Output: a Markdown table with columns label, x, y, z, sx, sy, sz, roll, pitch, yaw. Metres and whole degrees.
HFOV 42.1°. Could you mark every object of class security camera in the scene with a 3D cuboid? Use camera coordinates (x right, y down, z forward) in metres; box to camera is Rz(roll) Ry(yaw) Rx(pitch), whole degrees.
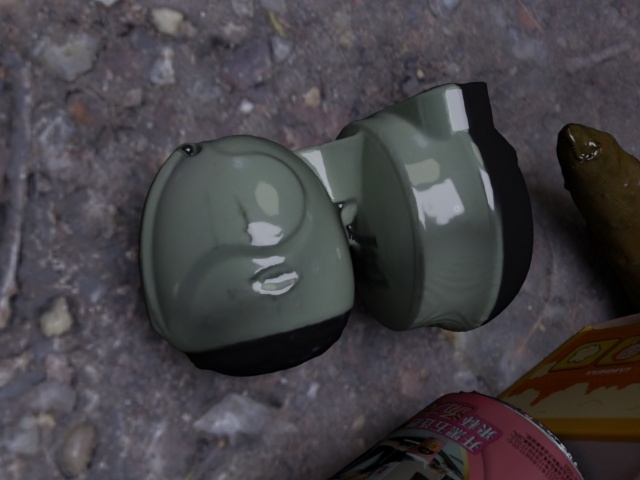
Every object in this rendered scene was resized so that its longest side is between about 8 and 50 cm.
| label | x | y | z | sx | sy | sz | roll | pitch | yaw |
| --- | --- | --- | --- | --- | --- | --- | --- | --- | --- |
| security camera | 0.000 | 0.000 | 0.638 | 0.277 | 0.197 | 0.191 | -12 | 93 | -19 |

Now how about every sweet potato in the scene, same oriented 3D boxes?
| label | x | y | z | sx | sy | sz | roll | pitch | yaw |
| --- | --- | --- | --- | --- | --- | --- | --- | --- | --- |
| sweet potato | 0.351 | 0.034 | 0.802 | 0.422 | 0.130 | 0.130 | 47 | 65 | -15 |

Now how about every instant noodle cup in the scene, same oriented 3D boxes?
| label | x | y | z | sx | sy | sz | roll | pitch | yaw |
| --- | --- | --- | --- | --- | --- | --- | --- | --- | --- |
| instant noodle cup | 0.068 | 0.245 | 0.604 | 0.255 | 0.244 | 0.243 | -34 | 94 | -32 |

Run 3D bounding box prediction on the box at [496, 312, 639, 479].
| label | x | y | z | sx | sy | sz | roll | pitch | yaw |
| --- | --- | --- | --- | --- | --- | --- | --- | --- | --- |
| box | 0.317 | 0.220 | 0.684 | 0.214 | 0.259 | 0.283 | -32 | 93 | -28 |
